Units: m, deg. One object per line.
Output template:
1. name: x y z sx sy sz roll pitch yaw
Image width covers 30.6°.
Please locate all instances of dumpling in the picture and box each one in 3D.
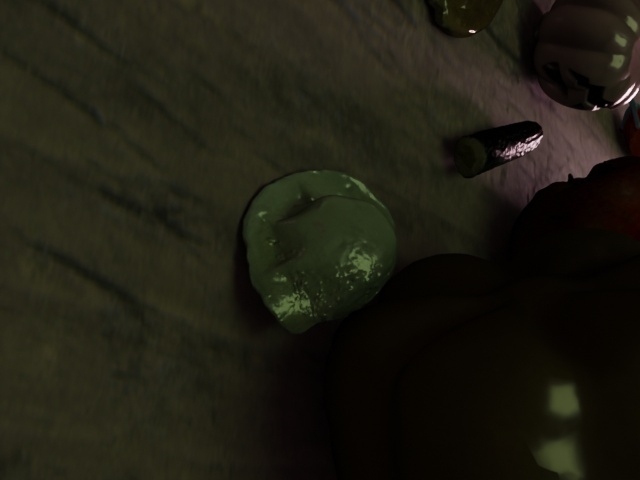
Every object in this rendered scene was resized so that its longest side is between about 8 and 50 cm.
1. dumpling: 0.013 0.004 1.182 0.219 0.108 0.153 -46 126 -46

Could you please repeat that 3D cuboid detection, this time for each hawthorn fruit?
1. hawthorn fruit: 0.431 0.060 1.565 0.369 0.285 0.284 52 42 2

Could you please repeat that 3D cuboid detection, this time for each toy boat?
1. toy boat: 0.541 -0.169 1.933 0.173 0.069 0.059 47 34 -45

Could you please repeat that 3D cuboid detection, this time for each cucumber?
1. cucumber: 0.237 -0.126 1.527 0.052 0.058 0.214 55 35 9

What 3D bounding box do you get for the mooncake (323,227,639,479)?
1. mooncake: 0.234 0.157 1.199 0.467 0.467 0.262 -26 111 -51

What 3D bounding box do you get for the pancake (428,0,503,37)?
1. pancake: 0.174 -0.370 1.451 0.222 0.042 0.236 -36 117 -43

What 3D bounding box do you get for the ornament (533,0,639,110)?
1. ornament: 0.378 -0.271 1.648 0.177 0.177 0.178 -1 91 -54
